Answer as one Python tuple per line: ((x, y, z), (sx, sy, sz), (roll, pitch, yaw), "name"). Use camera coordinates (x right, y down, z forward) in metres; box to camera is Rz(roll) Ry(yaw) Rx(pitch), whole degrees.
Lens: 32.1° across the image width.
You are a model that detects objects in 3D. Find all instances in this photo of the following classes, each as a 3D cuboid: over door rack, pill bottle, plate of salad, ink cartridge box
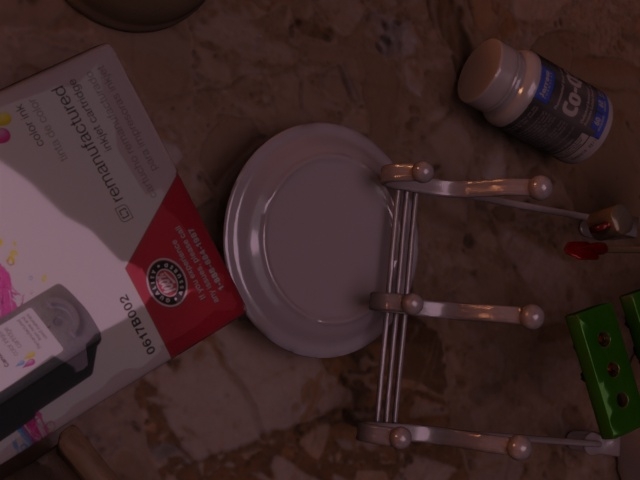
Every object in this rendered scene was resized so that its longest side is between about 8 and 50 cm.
((0.183, 0.070, 0.989), (0.324, 0.108, 0.240), (10, 83, -38), "over door rack")
((0.202, -0.132, 1.050), (0.137, 0.078, 0.078), (23, 77, -26), "pill bottle")
((0.000, 0.000, 0.950), (0.199, 0.048, 0.200), (2, 87, -34), "plate of salad")
((-0.240, 0.030, 0.775), (0.306, 0.131, 0.226), (-32, 102, -27), "ink cartridge box")

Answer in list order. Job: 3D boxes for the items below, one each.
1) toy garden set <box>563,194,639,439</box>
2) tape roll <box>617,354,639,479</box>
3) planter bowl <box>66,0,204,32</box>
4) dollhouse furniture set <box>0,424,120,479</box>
((0.300, 0.044, 1.004), (0.244, 0.049, 0.204), (-15, 87, -33), "toy garden set")
((0.443, 0.202, 1.153), (0.286, 0.100, 0.286), (1, 88, -29), "tape roll")
((-0.130, -0.252, 0.859), (0.162, 0.109, 0.162), (2, 87, -29), "planter bowl")
((-0.205, 0.403, 0.769), (0.362, 0.256, 0.394), (-40, 85, -25), "dollhouse furniture set")
